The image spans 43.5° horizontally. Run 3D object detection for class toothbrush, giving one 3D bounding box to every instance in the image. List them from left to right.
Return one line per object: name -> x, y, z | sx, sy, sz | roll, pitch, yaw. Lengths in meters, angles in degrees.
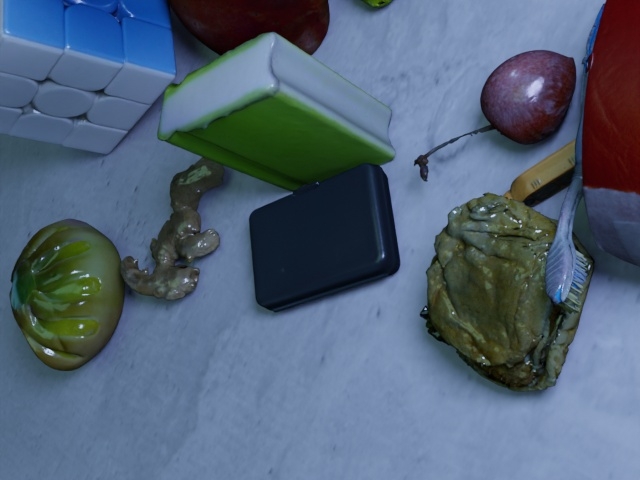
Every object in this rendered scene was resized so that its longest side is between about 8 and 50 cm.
toothbrush -> 0.286, -0.111, 0.856 | 0.035, 0.042, 0.414 | -20, 45, 51

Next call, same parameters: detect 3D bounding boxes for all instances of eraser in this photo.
eraser -> -0.053, -0.153, 1.056 | 0.210, 0.274, 0.092 | -16, 70, 35

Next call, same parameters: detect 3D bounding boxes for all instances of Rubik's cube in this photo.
Rubik's cube -> -0.444, -0.358, 1.372 | 0.291, 0.290, 0.292 | -34, 59, 45

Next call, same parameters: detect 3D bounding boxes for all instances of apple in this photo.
apple -> -0.101, -0.465, 1.283 | 0.328, 0.295, 0.365 | -38, 49, -22

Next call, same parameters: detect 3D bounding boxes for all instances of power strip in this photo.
power strip -> 0.278, -0.082, 0.921 | 0.178, 0.049, 0.028 | -34, 63, 26

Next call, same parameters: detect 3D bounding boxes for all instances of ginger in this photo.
ginger -> -0.215, -0.012, 1.289 | 0.149, 0.065, 0.259 | 39, 97, 25

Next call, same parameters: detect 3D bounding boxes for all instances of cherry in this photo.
cherry -> 0.213, -0.138, 0.961 | 0.225, 0.090, 0.107 | -45, 57, 20

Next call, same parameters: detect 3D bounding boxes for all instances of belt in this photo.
belt -> 0.343, -0.133, 0.768 | 0.115, 0.227, 0.324 | 11, 87, 41

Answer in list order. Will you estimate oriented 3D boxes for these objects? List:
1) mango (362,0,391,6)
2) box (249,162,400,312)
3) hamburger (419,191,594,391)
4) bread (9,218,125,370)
mango -> 0.077, -0.416, 1.154 | 0.091, 0.074, 0.165 | -17, 68, 35
box -> 0.000, 0.000, 1.117 | 0.230, 0.050, 0.160 | -20, 66, 33
hamburger -> 0.215, 0.056, 0.902 | 0.183, 0.129, 0.206 | 31, 116, 41
bread -> -0.420, 0.073, 1.364 | 0.156, 0.158, 0.261 | -32, 62, 24
